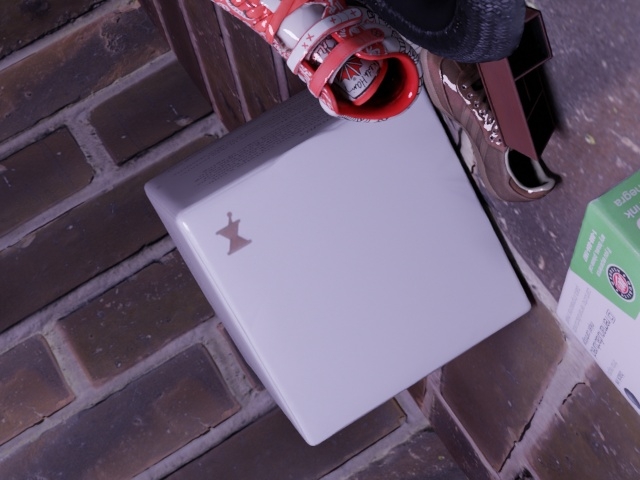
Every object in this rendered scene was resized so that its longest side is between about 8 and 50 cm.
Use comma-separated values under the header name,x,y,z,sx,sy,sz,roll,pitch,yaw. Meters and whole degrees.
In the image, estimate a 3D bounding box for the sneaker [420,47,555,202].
name,x,y,z,sx,sy,sz,roll,pitch,yaw
sneaker,0.166,-0.119,0.974,0.188,0.066,0.071,56,156,-21

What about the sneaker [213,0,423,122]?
name,x,y,z,sx,sy,sz,roll,pitch,yaw
sneaker,-0.025,-0.186,0.785,0.270,0.090,0.145,28,-157,-43

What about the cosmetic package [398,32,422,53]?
name,x,y,z,sx,sy,sz,roll,pitch,yaw
cosmetic package,0.000,-0.288,0.919,0.129,0.153,0.296,49,170,42

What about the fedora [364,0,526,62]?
name,x,y,z,sx,sy,sz,roll,pitch,yaw
fedora,0.060,-0.281,0.642,0.334,0.152,0.334,51,174,7

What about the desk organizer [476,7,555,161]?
name,x,y,z,sx,sy,sz,roll,pitch,yaw
desk organizer,0.172,-0.136,0.883,0.050,0.047,0.130,42,161,54

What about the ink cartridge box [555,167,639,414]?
name,x,y,z,sx,sy,sz,roll,pitch,yaw
ink cartridge box,0.302,0.092,0.686,0.289,0.121,0.211,54,171,24

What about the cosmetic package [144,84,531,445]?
name,x,y,z,sx,sy,sz,roll,pitch,yaw
cosmetic package,0.000,0.000,1.363,0.327,0.329,0.394,62,171,-15
